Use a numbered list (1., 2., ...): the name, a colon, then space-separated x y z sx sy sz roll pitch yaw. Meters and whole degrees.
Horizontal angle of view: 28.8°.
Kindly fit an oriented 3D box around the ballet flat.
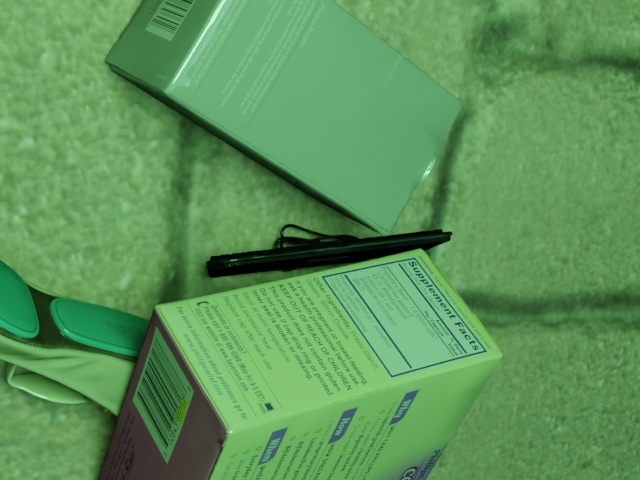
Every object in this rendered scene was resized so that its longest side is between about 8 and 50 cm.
1. ballet flat: -0.215 0.068 0.881 0.248 0.086 0.086 30 89 -39

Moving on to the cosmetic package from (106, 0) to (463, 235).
1. cosmetic package: -0.019 -0.114 0.927 0.238 0.107 0.127 34 87 -40

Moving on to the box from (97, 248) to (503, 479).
1. box: -0.021 0.136 0.949 0.243 0.117 0.213 -11 141 -33

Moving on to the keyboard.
1. keyboard: 0.000 0.000 0.991 0.192 0.100 0.038 -5 83 -19
